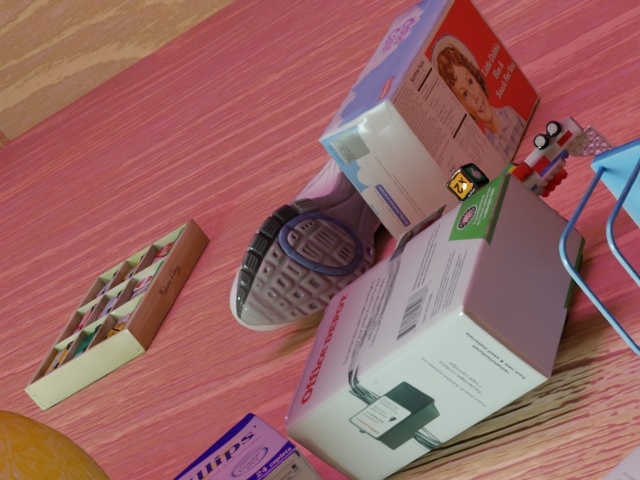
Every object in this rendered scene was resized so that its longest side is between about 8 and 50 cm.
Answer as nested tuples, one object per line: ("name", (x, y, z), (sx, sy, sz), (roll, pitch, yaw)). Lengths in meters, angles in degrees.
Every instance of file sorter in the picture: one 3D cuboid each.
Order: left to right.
("file sorter", (0.260, -0.007, 1.219), (0.170, 0.118, 0.104), (-23, 26, 44))

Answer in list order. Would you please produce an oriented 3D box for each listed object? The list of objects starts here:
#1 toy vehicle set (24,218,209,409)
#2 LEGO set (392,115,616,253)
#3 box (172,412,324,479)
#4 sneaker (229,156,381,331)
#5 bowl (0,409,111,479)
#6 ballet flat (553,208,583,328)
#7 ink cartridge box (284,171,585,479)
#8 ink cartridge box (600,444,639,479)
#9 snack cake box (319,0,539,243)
("toy vehicle set", (-0.238, 0.084, 2.232), (0.166, 0.035, 0.267), (-30, 17, 26))
("LEGO set", (0.130, -0.005, 1.496), (0.182, 0.060, 0.244), (-35, -18, -25))
("box", (-0.062, 0.207, 1.418), (0.126, 0.072, 0.137), (-41, 15, -10))
("sneaker", (0.000, 0.000, 1.861), (0.297, 0.111, 0.129), (-47, 2, -42))
("bowl", (-0.186, 0.246, 1.328), (0.156, 0.289, 0.289), (-9, 9, -15))
("ballet flat", (0.161, 0.039, 1.428), (0.057, 0.049, 0.173), (-26, 21, 31))
("ink cartridge box", (0.082, 0.069, 1.369), (0.208, 0.087, 0.153), (-37, 22, 41))
("ink cartridge box", (0.176, 0.166, 1.031), (0.122, 0.052, 0.088), (-42, 16, -6))
("snack cake box", (0.111, -0.120, 1.805), (0.089, 0.152, 0.264), (-29, 18, 33))
